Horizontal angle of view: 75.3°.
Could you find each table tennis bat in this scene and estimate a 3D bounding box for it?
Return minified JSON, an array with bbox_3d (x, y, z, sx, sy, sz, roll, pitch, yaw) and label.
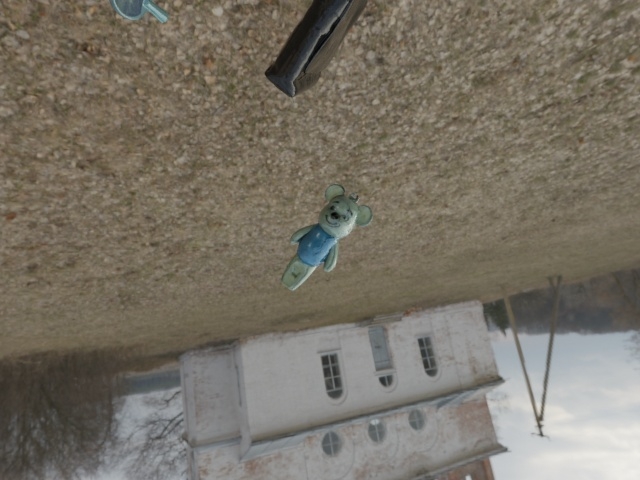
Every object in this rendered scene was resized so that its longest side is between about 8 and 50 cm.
[{"bbox_3d":[-0.534,-0.716,1.229,0.038,0.149,0.237,23,-173,13],"label":"table tennis bat"}]

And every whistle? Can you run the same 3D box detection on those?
[{"bbox_3d":[0.000,0.000,0.839,0.236,0.114,0.077,-52,171,5],"label":"whistle"}]

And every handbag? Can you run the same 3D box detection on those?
[{"bbox_3d":[-0.003,-0.391,0.782,0.223,0.080,0.247,-51,-172,27],"label":"handbag"}]
